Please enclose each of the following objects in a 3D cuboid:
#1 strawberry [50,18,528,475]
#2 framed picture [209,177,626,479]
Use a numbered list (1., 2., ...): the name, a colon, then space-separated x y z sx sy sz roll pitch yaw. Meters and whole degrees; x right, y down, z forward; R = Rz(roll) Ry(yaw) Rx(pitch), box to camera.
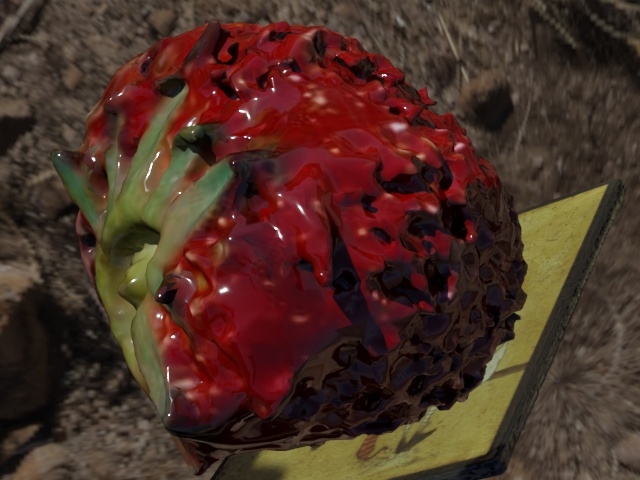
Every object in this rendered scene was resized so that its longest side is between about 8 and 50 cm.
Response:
1. strawberry: 0.000 0.000 0.613 0.201 0.187 0.184 2 81 -31
2. framed picture: 0.063 0.077 1.043 0.255 0.338 0.014 -19 111 34
